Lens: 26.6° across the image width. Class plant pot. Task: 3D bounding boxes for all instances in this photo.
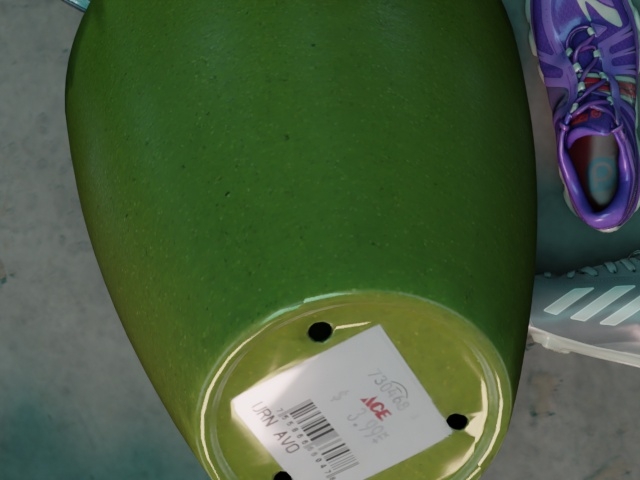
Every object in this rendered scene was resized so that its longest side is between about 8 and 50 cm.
[{"bbox_3d":[0.000,0.000,0.691,0.274,0.293,0.275,-3,123,-5],"label":"plant pot"}]

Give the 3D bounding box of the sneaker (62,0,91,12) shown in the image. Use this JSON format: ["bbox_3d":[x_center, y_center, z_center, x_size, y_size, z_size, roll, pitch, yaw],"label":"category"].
[{"bbox_3d":[-0.052,-0.150,0.816,0.283,0.122,0.110,11,101,11],"label":"sneaker"}]

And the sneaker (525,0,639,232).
[{"bbox_3d":[0.164,-0.088,0.805,0.068,0.071,0.170,-12,95,14],"label":"sneaker"}]

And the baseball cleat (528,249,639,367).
[{"bbox_3d":[0.184,0.029,0.830,0.206,0.072,0.109,16,88,5],"label":"baseball cleat"}]
